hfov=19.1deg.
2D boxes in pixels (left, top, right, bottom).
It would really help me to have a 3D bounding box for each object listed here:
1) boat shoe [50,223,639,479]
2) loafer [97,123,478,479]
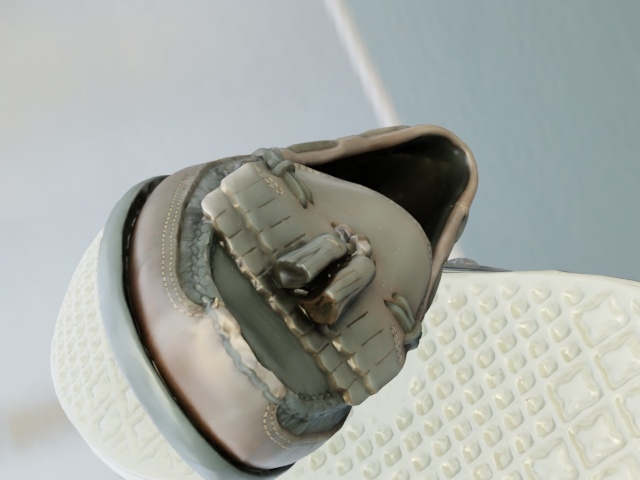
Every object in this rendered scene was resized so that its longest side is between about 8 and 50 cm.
[{"bbox_3d":[0.033,0.082,1.030,0.500,0.156,0.187,8,74,44],"label":"boat shoe"},{"bbox_3d":[0.000,0.000,0.618,0.096,0.084,0.267,57,-167,-4],"label":"loafer"}]
